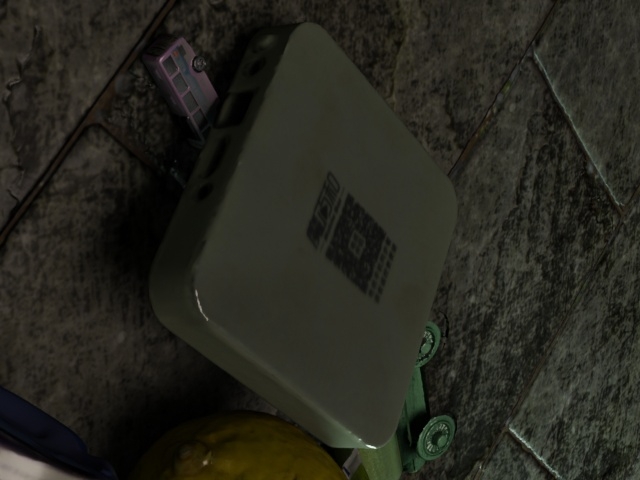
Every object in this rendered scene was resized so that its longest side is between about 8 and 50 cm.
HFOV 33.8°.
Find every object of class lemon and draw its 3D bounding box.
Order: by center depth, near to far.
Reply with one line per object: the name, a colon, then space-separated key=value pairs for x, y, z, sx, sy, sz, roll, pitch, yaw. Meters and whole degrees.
lemon: x=-0.090 y=0.319 z=1.147 sx=0.268 sy=0.268 sz=0.322 roll=-56 pitch=137 yaw=-14

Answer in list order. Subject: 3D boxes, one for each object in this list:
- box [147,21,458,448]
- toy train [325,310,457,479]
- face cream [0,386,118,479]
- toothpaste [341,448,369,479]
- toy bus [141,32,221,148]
box: x=0.000 y=0.000 z=1.158 sx=0.373 sy=0.090 sz=0.367 roll=44 pitch=55 yaw=-39
toy train: x=0.077 y=0.203 z=1.377 sx=0.189 sy=0.126 sz=0.308 roll=-33 pitch=128 yaw=-33
face cream: x=-0.322 y=0.232 z=0.880 sx=0.249 sy=0.249 sz=0.225 roll=40 pitch=78 yaw=-46
toothpaste: x=0.068 y=0.390 z=1.365 sx=0.078 sy=0.046 sz=0.248 roll=-47 pitch=124 yaw=-51
toy bus: x=-0.134 y=-0.151 z=1.082 sx=0.052 sy=0.037 sz=0.131 roll=-50 pitch=136 yaw=-25
